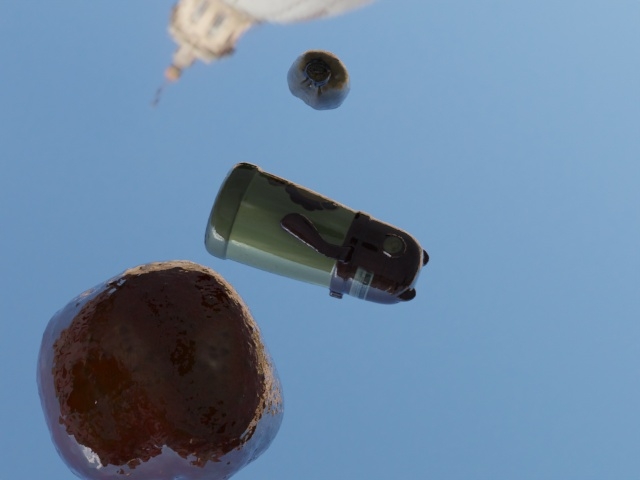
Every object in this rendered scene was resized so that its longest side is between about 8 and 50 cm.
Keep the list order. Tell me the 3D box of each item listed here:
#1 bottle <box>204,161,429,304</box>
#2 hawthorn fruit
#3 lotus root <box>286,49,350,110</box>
[{"bbox_3d":[0.000,-0.001,0.710,0.101,0.047,0.063,19,-148,5],"label":"bottle"},{"bbox_3d":[-0.182,0.149,1.702,0.275,0.275,0.299,7,-130,-35],"label":"hawthorn fruit"},{"bbox_3d":[-0.001,-0.180,1.714,0.072,0.063,0.152,25,177,-6],"label":"lotus root"}]
